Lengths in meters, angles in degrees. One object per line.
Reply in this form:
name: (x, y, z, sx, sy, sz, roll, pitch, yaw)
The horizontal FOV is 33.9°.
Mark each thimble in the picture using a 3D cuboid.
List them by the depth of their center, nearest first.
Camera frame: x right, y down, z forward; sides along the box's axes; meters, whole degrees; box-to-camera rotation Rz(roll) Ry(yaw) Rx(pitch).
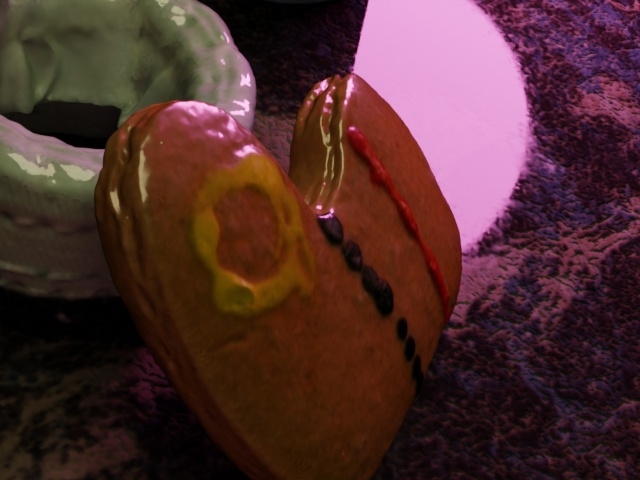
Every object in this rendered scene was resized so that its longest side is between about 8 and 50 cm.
thimble: (-0.152, -0.071, 0.664, 0.237, 0.150, 0.237, 11, 46, -12)

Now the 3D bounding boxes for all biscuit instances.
biscuit: (0.002, 0.000, 0.619, 0.052, 0.262, 0.277, -6, 32, 34)

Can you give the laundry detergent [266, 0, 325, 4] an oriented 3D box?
laundry detergent: (0.004, -0.395, 0.859, 0.287, 0.305, 0.287, 9, 66, -22)
